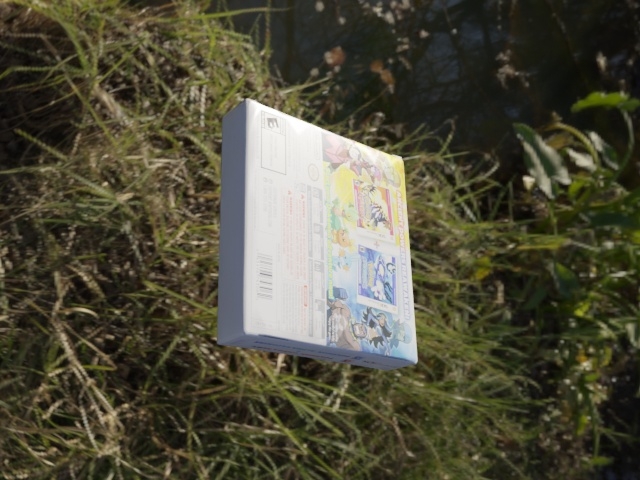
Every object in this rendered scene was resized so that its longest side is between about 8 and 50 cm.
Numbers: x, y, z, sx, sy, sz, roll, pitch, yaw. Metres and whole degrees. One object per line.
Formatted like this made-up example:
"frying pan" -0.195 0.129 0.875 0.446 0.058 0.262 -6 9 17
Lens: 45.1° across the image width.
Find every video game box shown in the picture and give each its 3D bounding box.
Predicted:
"video game box" 0.000 0.000 0.670 0.187 0.048 0.205 15 64 -35
